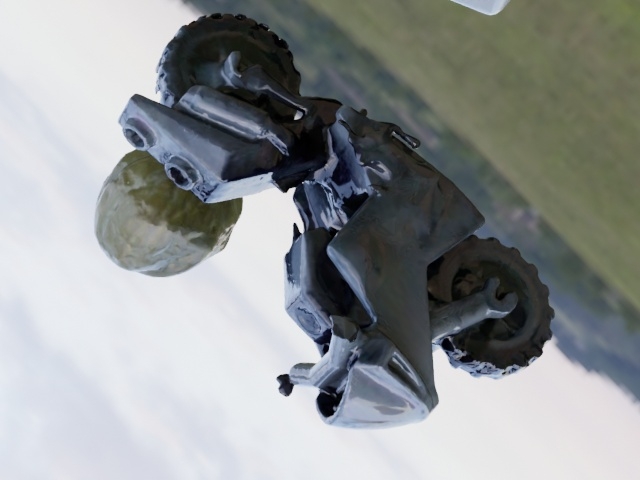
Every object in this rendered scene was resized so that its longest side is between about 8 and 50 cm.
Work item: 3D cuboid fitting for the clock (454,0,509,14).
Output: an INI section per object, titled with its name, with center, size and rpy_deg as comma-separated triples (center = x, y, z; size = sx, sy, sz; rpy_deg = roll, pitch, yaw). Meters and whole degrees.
[clock]
center = 0.181, -0.282, 1.131
size = 0.116, 0.262, 0.231
rpy_deg = 29, -136, 3

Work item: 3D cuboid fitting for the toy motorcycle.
[toy motorcycle]
center = 0.000, 0.000, 1.029
size = 0.270, 0.159, 0.106
rpy_deg = 40, 151, -2

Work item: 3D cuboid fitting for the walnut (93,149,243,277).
[walnut]
center = -0.090, -0.019, 1.109
size = 0.092, 0.092, 0.092
rpy_deg = 46, -176, -4
